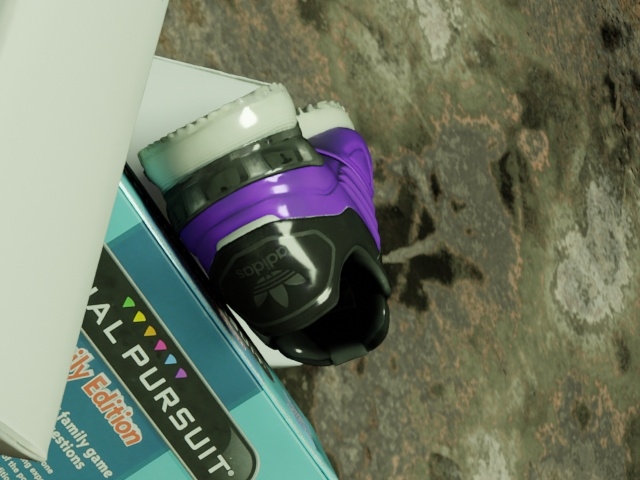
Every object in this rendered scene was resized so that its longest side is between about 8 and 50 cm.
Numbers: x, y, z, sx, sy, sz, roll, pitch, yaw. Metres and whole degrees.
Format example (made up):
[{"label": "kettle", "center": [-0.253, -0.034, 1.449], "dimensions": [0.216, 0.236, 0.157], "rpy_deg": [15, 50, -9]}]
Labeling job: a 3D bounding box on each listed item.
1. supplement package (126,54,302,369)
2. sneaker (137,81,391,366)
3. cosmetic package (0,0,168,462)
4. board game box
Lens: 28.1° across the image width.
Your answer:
[{"label": "supplement package", "center": [-0.155, -0.012, 0.844], "dimensions": [0.262, 0.145, 0.204], "rpy_deg": [8, 74, -46]}, {"label": "sneaker", "center": [-0.012, 0.002, 0.734], "dimensions": [0.146, 0.102, 0.293], "rpy_deg": [62, 11, 3]}, {"label": "cosmetic package", "center": [-0.174, -0.114, 0.520], "dimensions": [0.155, 0.197, 0.365], "rpy_deg": [73, 28, -69]}, {"label": "board game box", "center": [-0.201, 0.111, 0.657], "dimensions": [0.336, 0.079, 0.253], "rpy_deg": [-33, 111, -1]}]
